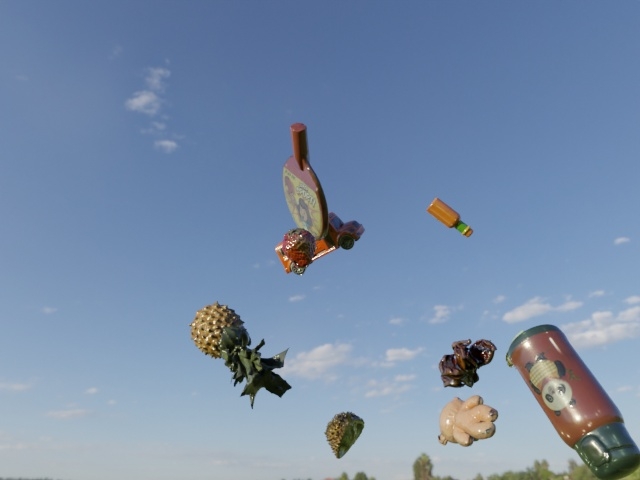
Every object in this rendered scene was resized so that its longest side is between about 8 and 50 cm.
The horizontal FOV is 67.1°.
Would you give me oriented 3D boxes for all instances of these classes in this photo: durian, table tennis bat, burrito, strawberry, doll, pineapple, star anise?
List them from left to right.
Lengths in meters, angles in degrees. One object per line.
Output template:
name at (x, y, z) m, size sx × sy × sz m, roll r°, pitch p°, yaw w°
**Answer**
pineapple at (-0.162, 0.212, 0.961) m, size 0.277 × 0.130 × 0.119 m, roll 27°, pitch -14°, yaw 51°
strawberry at (-0.048, 0.018, 1.135) m, size 0.083 × 0.096 × 0.083 m, roll -2°, pitch 4°, yaw 0°
table tennis bat at (-0.053, -0.178, 1.563) m, size 0.051 × 0.268 × 0.414 m, roll -23°, pitch -48°, yaw -23°
durian at (0.066, 0.578, 1.487) m, size 0.091 × 0.148 × 0.188 m, roll 31°, pitch -44°, yaw 29°
star anise at (0.482, 0.394, 1.587) m, size 0.190 × 0.126 × 0.220 m, roll 17°, pitch -60°, yaw -25°
doll at (0.569, 0.685, 1.788) m, size 0.156 × 0.201 × 0.303 m, roll 36°, pitch -25°, yaw -10°
burrito at (0.621, 0.341, 1.528) m, size 0.044 × 0.118 × 0.074 m, roll 5°, pitch -50°, yaw 38°

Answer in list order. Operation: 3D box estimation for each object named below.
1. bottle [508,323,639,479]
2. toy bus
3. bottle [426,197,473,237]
bottle at (0.567, 0.355, 1.076) m, size 0.144 × 0.336 × 0.144 m, roll -9°, pitch -49°, yaw -10°
toy bus at (0.000, 0.000, 1.822) m, size 0.329 × 0.153 × 0.143 m, roll -27°, pitch 7°, yaw 22°
bottle at (0.485, -0.080, 1.798) m, size 0.187 × 0.069 × 0.069 m, roll 39°, pitch -30°, yaw 7°
